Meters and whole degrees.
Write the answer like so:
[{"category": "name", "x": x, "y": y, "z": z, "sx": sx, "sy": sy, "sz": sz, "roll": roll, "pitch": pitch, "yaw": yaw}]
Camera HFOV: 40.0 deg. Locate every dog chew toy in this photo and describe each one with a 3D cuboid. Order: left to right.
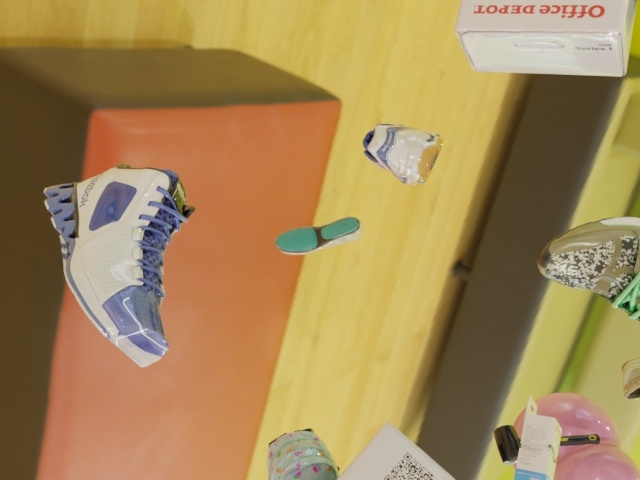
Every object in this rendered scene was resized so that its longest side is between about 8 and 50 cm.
[{"category": "dog chew toy", "x": 0.476, "y": 0.430, "z": 1.571, "sx": 0.206, "sy": 0.332, "sz": 0.206, "roll": -10, "pitch": 127, "yaw": -13}]

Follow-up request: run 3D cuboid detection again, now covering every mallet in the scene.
[{"category": "mallet", "x": 0.387, "y": 0.349, "z": 1.485, "sx": 0.039, "sy": 0.189, "sz": 0.062, "roll": 108, "pitch": -16, "yaw": -51}]

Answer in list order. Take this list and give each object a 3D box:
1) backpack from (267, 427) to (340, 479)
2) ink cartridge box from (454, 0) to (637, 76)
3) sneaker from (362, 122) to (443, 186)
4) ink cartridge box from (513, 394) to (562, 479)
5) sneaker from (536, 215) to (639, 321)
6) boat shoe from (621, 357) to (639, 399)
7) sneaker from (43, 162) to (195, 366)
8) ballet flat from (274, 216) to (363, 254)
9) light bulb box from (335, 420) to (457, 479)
[{"category": "backpack", "x": -0.025, "y": 0.428, "z": 1.573, "sx": 0.152, "sy": 0.115, "sz": 0.182, "roll": -21, "pitch": 120, "yaw": -16}, {"category": "ink cartridge box", "x": 0.303, "y": -0.358, "z": 1.124, "sx": 0.117, "sy": 0.201, "sz": 0.278, "roll": 41, "pitch": 59, "yaw": -62}, {"category": "sneaker", "x": 0.145, "y": -0.172, "z": 1.615, "sx": 0.296, "sy": 0.131, "sz": 0.112, "roll": -10, "pitch": 123, "yaw": -88}, {"category": "ink cartridge box", "x": 0.197, "y": 0.186, "z": 0.792, "sx": 0.048, "sy": 0.028, "sz": 0.083, "roll": 48, "pitch": 52, "yaw": -58}, {"category": "sneaker", "x": 0.542, "y": 0.093, "z": 1.376, "sx": 0.182, "sy": 0.410, "sz": 0.158, "roll": -80, "pitch": -172, "yaw": -47}, {"category": "boat shoe", "x": 0.462, "y": 0.170, "z": 1.127, "sx": 0.056, "sy": 0.153, "sz": 0.048, "roll": 47, "pitch": 41, "yaw": -33}, {"category": "sneaker", "x": -0.252, "y": -0.004, "z": 1.195, "sx": 0.182, "sy": 0.315, "sz": 0.127, "roll": -31, "pitch": 145, "yaw": 0}, {"category": "ballet flat", "x": 0.000, "y": 0.000, "z": 1.650, "sx": 0.168, "sy": 0.057, "sz": 0.052, "roll": -13, "pitch": 150, "yaw": 6}, {"category": "light bulb box", "x": 0.139, "y": 0.554, "z": 1.415, "sx": 0.358, "sy": 0.361, "sz": 0.225, "roll": -47, "pitch": 157, "yaw": -10}]
